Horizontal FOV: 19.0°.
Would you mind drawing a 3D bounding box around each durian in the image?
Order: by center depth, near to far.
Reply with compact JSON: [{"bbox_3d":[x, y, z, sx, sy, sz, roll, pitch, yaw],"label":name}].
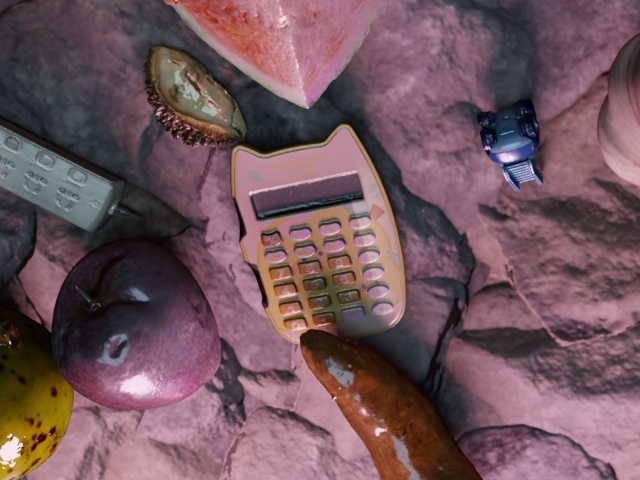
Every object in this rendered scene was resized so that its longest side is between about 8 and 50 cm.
[{"bbox_3d":[-0.129,-0.132,1.855,0.130,0.052,0.066,46,70,-13],"label":"durian"}]

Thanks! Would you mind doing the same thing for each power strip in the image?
[{"bbox_3d":[-0.291,-0.075,1.891,0.252,0.027,0.060,27,111,-3],"label":"power strip"}]

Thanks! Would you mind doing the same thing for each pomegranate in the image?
[{"bbox_3d":[-0.347,0.159,1.919,0.198,0.246,0.198,2,74,-5],"label":"pomegranate"}]

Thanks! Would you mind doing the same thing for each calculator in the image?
[{"bbox_3d":[0.000,0.000,1.884,0.157,0.033,0.237,-10,110,10],"label":"calculator"}]

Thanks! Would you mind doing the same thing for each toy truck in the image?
[{"bbox_3d":[0.187,-0.082,1.814,0.056,0.073,0.090,-15,121,12],"label":"toy truck"}]

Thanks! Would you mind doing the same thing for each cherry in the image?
[{"bbox_3d":[-0.181,0.083,1.871,0.140,0.176,0.176,-14,109,35],"label":"cherry"}]

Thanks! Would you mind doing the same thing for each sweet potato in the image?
[{"bbox_3d":[0.079,0.198,1.913,0.097,0.097,0.292,-34,96,17],"label":"sweet potato"}]

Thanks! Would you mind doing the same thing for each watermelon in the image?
[{"bbox_3d":[-0.047,-0.337,1.691,0.222,0.319,0.292,24,72,28],"label":"watermelon"}]

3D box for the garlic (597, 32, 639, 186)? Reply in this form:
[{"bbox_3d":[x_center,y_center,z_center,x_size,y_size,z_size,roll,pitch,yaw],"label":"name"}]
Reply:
[{"bbox_3d":[0.382,-0.144,1.713,0.245,0.245,0.253,25,73,-3],"label":"garlic"}]
